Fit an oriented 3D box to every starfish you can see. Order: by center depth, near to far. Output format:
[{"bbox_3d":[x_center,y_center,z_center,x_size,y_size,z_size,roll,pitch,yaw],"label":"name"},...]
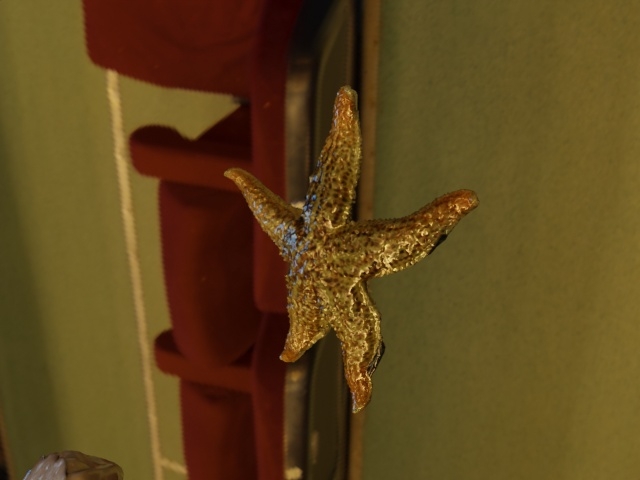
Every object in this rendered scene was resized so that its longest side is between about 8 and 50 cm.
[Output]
[{"bbox_3d":[0.000,0.000,0.713,0.176,0.053,0.208,33,114,31],"label":"starfish"}]

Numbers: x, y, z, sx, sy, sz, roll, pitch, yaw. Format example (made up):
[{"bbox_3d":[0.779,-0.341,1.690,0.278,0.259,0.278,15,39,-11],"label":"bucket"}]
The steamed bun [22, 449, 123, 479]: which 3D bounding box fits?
[{"bbox_3d":[-0.219,0.274,0.953,0.106,0.183,0.183,35,138,-27],"label":"steamed bun"}]
